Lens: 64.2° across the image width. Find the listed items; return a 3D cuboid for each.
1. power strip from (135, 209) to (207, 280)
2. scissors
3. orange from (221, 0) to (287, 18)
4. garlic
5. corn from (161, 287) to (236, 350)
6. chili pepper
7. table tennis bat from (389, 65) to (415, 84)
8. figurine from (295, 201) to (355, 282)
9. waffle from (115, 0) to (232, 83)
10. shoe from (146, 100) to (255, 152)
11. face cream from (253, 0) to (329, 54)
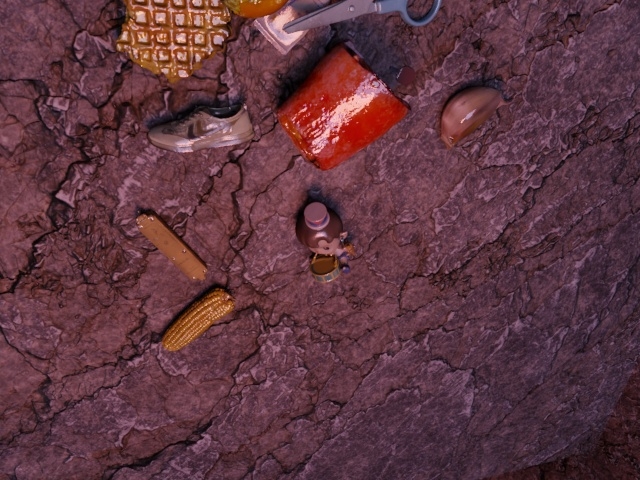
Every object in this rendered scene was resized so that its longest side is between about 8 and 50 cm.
[{"bbox_3d":[-0.438,0.014,1.507,0.064,0.044,0.305,-33,126,5],"label":"power strip"},{"bbox_3d":[0.109,-0.581,1.253,0.447,0.029,0.192,-24,129,-15],"label":"scissors"},{"bbox_3d":[-0.119,-0.609,1.121,0.159,0.179,0.237,5,113,-25],"label":"orange"},{"bbox_3d":[0.466,-0.392,1.500,0.267,0.148,0.128,-29,89,7],"label":"garlic"},{"bbox_3d":[-0.399,0.257,1.646,0.292,0.101,0.101,-39,124,14],"label":"corn"},{"bbox_3d":[0.043,-0.332,1.325,0.305,0.229,0.251,-41,140,10],"label":"chili pepper"},{"bbox_3d":[0.228,-0.466,1.426,0.083,0.007,0.050,17,116,-28],"label":"table tennis bat"},{"bbox_3d":[0.004,-0.007,1.558,0.161,0.158,0.275,2,134,30],"label":"figurine"},{"bbox_3d":[-0.355,-0.526,1.179,0.282,0.058,0.300,-25,124,-3],"label":"waffle"},{"bbox_3d":[-0.308,-0.296,1.317,0.275,0.103,0.098,-13,123,-16],"label":"shoe"},{"bbox_3d":[-0.049,-0.569,1.249,0.224,0.070,0.114,-38,125,19],"label":"face cream"}]
